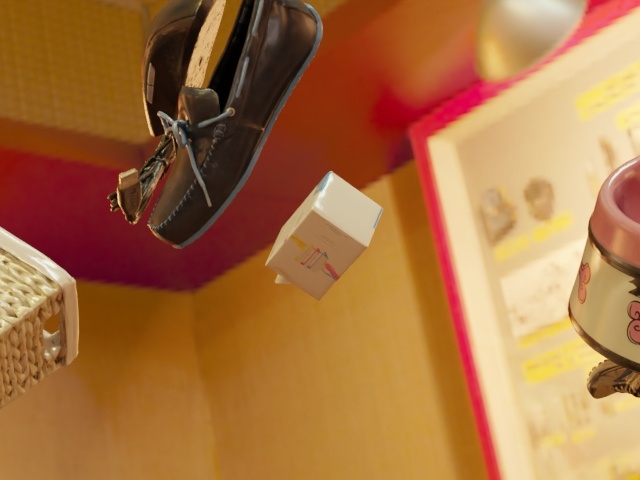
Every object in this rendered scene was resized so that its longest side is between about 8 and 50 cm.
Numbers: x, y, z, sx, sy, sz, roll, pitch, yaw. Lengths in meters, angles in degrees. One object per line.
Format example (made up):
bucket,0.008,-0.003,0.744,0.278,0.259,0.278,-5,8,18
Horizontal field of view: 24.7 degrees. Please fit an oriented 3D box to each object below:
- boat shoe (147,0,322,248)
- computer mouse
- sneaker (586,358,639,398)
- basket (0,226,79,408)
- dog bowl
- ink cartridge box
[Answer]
boat shoe,-0.099,-0.120,1.352,0.089,0.258,0.109,33,-14,-31
computer mouse,-0.168,-0.137,1.459,0.060,0.184,0.262,25,-36,3
sneaker,0.359,0.159,1.674,0.052,0.058,0.135,11,-34,-35
basket,-0.309,0.057,1.294,0.103,0.167,0.113,-42,-27,-36
dog bowl,0.477,0.008,1.608,0.408,0.150,0.408,-5,24,2
ink cartridge box,0.000,0.000,1.933,0.090,0.092,0.143,34,-50,-8
